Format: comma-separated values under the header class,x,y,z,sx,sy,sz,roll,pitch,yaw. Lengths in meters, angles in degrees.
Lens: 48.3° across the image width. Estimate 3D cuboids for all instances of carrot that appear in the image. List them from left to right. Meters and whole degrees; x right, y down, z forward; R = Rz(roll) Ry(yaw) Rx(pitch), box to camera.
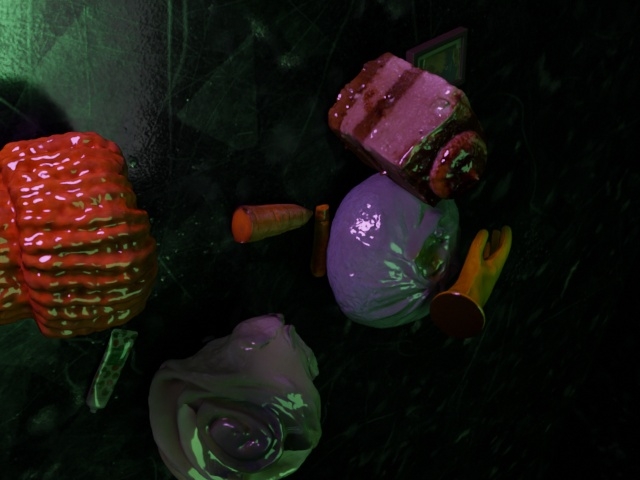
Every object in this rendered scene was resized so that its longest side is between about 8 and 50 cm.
class,x,y,z,sx,sy,sz,roll,pitch,yaw
carrot,-0.084,-0.041,1.395,0.205,0.072,0.072,-11,124,-49
carrot,0.000,0.000,1.525,0.042,0.042,0.170,-22,128,-35

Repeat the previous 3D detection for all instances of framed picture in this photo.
class,x,y,z,sx,sy,sz,roll,pitch,yaw
framed picture,0.249,-0.370,1.527,0.168,0.023,0.128,-30,135,-28

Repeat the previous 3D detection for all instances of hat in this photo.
class,x,y,z,sx,sy,sz,roll,pitch,yaw
hat,-0.423,0.024,0.931,0.400,0.285,0.285,-20,130,-32

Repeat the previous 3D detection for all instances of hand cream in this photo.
class,x,y,z,sx,sy,sz,roll,pitch,yaw
hand cream,-0.387,0.239,1.306,0.057,0.037,0.165,19,96,-51

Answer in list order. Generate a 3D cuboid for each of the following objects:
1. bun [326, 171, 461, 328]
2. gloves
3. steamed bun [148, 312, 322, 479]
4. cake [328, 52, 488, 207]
class,x,y,z,sx,sy,sz,roll,pitch,yaw
bun,0.174,0.024,1.554,0.362,0.211,0.362,-22,121,-42
gloves,0.341,0.073,1.556,0.133,0.116,0.294,-47,-176,47
steamed bun,-0.150,0.340,1.367,0.346,0.237,0.394,17,104,-22
cake,0.182,-0.198,1.363,0.196,0.293,0.199,-47,141,0
